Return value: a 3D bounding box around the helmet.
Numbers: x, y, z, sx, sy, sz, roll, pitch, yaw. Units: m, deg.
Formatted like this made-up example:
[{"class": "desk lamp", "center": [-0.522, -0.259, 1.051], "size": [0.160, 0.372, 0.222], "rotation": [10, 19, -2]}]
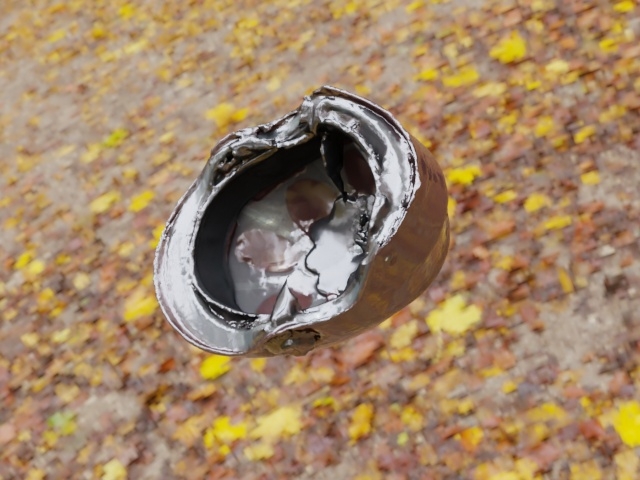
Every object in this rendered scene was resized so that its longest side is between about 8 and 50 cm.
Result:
[{"class": "helmet", "center": [0.000, 0.000, 0.477], "size": [0.123, 0.070, 0.098], "rotation": [-33, 57, 26]}]
